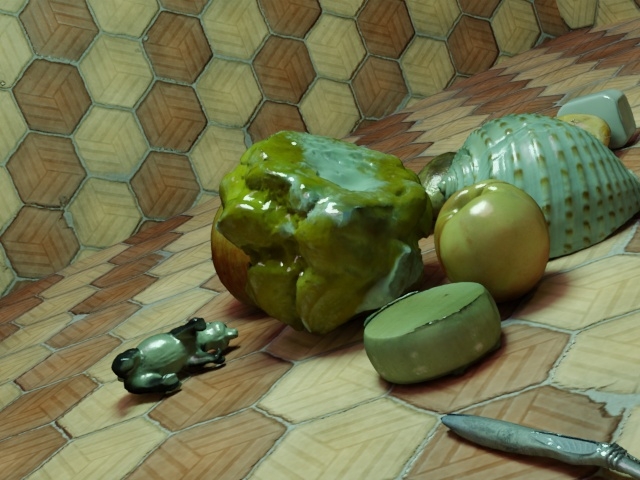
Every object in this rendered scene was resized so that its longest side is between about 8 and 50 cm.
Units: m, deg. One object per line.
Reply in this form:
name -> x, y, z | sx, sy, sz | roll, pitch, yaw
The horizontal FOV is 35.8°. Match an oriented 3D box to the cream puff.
cream puff -> 0.000, 0.000, 1.629 | 0.379, 0.275, 0.378 | 13, 29, -7

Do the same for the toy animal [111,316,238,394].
toy animal -> -0.243, 0.192, 1.673 | 0.225, 0.093, 0.121 | -28, 6, -23

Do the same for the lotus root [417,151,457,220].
lotus root -> 0.245, -0.102, 1.983 | 0.214, 0.138, 0.138 | -33, 18, -37

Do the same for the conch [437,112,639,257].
conch -> 0.362, -0.104, 1.649 | 0.319, 0.215, 0.303 | -21, 24, 7

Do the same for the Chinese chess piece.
Chinese chess piece -> 0.152, 0.124, 1.346 | 0.189, 0.083, 0.188 | -22, 10, 4

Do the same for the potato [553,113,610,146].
potato -> 0.498, -0.197, 1.994 | 0.178, 0.109, 0.118 | -8, 22, 33

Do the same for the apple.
apple -> -0.079, -0.023, 1.904 | 0.278, 0.250, 0.309 | -17, 17, 15

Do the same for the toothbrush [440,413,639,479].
toothbrush -> 0.248, 0.205, 0.970 | 0.035, 0.042, 0.413 | -29, 13, -28

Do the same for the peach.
peach -> 0.253, 0.006, 1.454 | 0.184, 0.184, 0.184 | -20, 14, 5

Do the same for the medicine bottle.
medicine bottle -> 0.551, -0.239, 2.057 | 0.183, 0.119, 0.069 | -13, 19, 40
